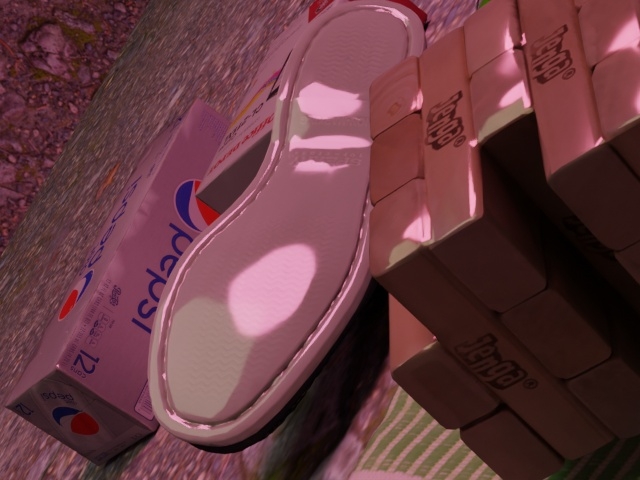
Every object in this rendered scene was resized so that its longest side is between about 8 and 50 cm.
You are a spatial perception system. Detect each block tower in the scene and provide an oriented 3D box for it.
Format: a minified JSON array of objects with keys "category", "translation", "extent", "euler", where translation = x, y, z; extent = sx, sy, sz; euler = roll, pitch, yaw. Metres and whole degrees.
[{"category":"block tower","translation":[0.156,-0.061,0.339],"extent":[0.335,0.091,0.097],"euler":[-32,32,25]}]

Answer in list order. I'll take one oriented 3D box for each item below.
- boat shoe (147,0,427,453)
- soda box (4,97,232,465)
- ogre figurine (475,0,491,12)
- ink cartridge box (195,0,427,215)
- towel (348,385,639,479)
[{"category":"boat shoe","translation":[0.000,0.000,0.828],"extent":[0.114,0.091,0.302],"euler":[13,59,25]},{"category":"soda box","translation":[-0.135,0.028,1.152],"extent":[0.098,0.091,0.286],"euler":[-35,25,47]},{"category":"ogre figurine","translation":[0.132,-0.107,0.655],"extent":[0.197,0.097,0.118],"euler":[12,49,38]},{"category":"ink cartridge box","translation":[-0.006,-0.098,1.069],"extent":[0.127,0.072,0.175],"euler":[-36,24,48]},{"category":"towel","translation":[0.137,-0.017,0.438],"extent":[0.248,0.038,0.325],"euler":[-5,50,50]}]
